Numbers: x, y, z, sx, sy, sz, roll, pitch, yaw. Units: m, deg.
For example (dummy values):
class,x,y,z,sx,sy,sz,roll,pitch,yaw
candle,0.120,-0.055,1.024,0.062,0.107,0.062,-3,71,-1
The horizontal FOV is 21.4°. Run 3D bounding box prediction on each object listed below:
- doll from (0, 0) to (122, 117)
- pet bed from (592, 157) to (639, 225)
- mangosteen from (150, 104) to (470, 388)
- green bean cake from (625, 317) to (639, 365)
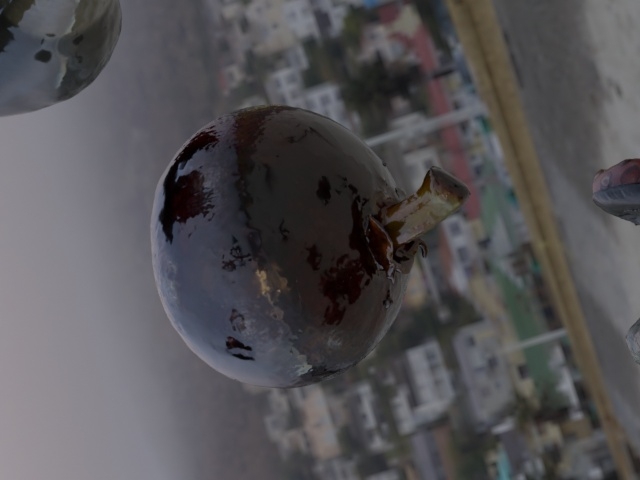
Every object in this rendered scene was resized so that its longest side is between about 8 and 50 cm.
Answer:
class,x,y,z,sx,sy,sz,roll,pitch,yaw
doll,-0.343,-0.197,1.376,0.252,0.378,0.382,50,153,2
pet bed,0.389,-0.043,1.823,0.201,0.201,0.053,49,-130,-72
mangosteen,0.000,0.000,1.353,0.235,0.261,0.235,30,-126,-53
green bean cake,0.331,0.097,1.236,0.185,0.094,0.183,44,170,4
